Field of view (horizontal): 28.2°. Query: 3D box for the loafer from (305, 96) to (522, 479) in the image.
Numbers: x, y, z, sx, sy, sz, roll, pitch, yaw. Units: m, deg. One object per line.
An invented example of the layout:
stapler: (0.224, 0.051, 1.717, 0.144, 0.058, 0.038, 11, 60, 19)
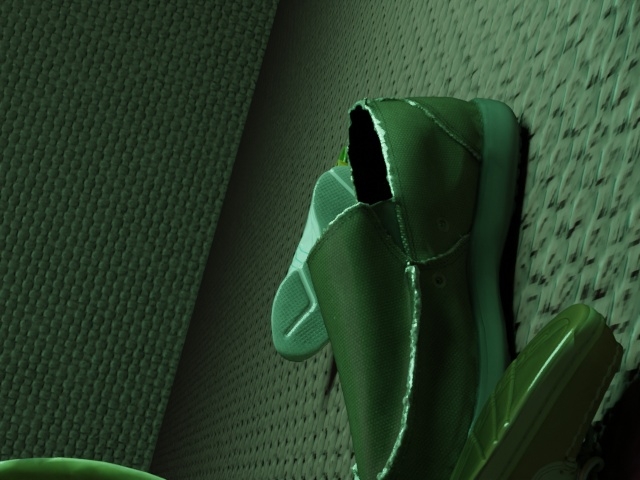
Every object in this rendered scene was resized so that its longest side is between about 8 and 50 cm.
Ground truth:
loafer: (0.030, 0.034, 0.562, 0.094, 0.087, 0.251, 116, 167, -51)

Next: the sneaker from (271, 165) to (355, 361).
sneaker: (0.003, 0.023, 0.931, 0.061, 0.054, 0.152, 102, -173, -65)

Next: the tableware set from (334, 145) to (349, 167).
tableware set: (0.000, 0.000, 1.068, 0.104, 0.024, 0.154, -97, 25, -71)

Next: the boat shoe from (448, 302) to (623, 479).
boat shoe: (0.064, 0.093, 0.414, 0.056, 0.048, 0.153, -52, -13, -78)

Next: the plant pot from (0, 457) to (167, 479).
plant pot: (-0.111, 0.253, 0.614, 0.254, 0.276, 0.276, 88, -164, -76)
